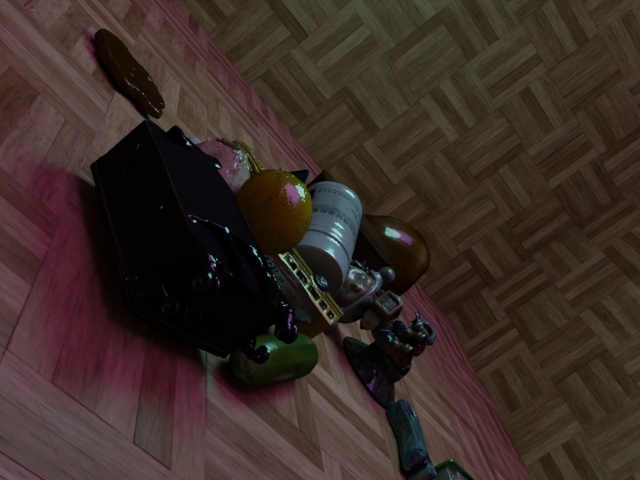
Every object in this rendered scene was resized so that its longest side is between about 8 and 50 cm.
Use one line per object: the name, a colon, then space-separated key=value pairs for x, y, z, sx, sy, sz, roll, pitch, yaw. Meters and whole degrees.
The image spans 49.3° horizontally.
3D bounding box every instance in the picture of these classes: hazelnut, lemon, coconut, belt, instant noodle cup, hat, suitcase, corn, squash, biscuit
hazelnut: x=0.213 y=0.054 z=2.557 sx=0.366 sy=0.366 sz=0.366 roll=51 pitch=11 yaw=-14
lemon: x=-0.104 y=-0.057 z=1.483 sx=0.173 sy=0.206 sz=0.173 roll=27 pitch=-27 yaw=15
coconut: x=-0.249 y=-0.124 z=1.546 sx=0.194 sy=0.194 sz=0.194 roll=51 pitch=11 yaw=-14
belt: x=0.232 y=0.522 z=1.818 sx=0.087 sy=0.072 sz=0.302 roll=54 pitch=8 yaw=-18
instant noodle cup: x=-0.133 y=0.101 z=1.515 sx=0.274 sy=0.091 sz=0.274 roll=44 pitch=13 yaw=-13
hat: x=0.188 y=0.352 z=2.026 sx=0.265 sy=0.128 sz=0.265 roll=54 pitch=7 yaw=-10
suitcase: x=-0.223 y=0.003 z=1.189 sx=0.283 sy=0.194 sz=0.434 roll=40 pitch=17 yaw=-50
corn: x=-0.217 y=-0.209 z=2.141 sx=0.102 sy=0.102 sz=0.313 roll=40 pitch=17 yaw=-50
squash: x=-0.075 y=0.229 z=1.372 sx=0.101 sy=0.101 sz=0.379 roll=57 pitch=10 yaw=17
biscuit: x=-0.495 y=-0.427 z=1.812 sx=0.290 sy=0.041 sz=0.208 roll=57 pitch=12 yaw=16

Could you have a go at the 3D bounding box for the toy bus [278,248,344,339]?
toy bus: x=-0.091 y=0.087 z=1.704 sx=0.335 sy=0.121 sz=0.123 roll=53 pitch=24 yaw=-1

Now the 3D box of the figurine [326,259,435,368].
figurine: x=0.124 y=0.187 z=1.961 sx=0.382 sy=0.261 sz=0.186 roll=40 pitch=-40 yaw=29

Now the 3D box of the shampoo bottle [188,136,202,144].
shampoo bottle: x=-0.338 y=-0.232 z=1.847 sx=0.077 sy=0.045 sz=0.152 roll=53 pitch=9 yaw=-11

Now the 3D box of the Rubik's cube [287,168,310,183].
Rubik's cube: x=-0.178 y=-0.112 z=1.926 sx=0.250 sy=0.284 sz=0.234 roll=17 pitch=14 yaw=0

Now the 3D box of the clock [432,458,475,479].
clock: x=0.368 y=0.713 z=1.727 sx=0.220 sy=0.106 sz=0.255 roll=46 pitch=17 yaw=-28

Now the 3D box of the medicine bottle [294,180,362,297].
medicine bottle: x=0.000 y=0.000 z=1.905 sx=0.190 sy=0.190 sz=0.332 roll=49 pitch=31 yaw=-22

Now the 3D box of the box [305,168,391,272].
box: x=0.032 y=-0.011 z=2.223 sx=0.339 sy=0.229 sz=0.239 roll=49 pitch=11 yaw=-18
